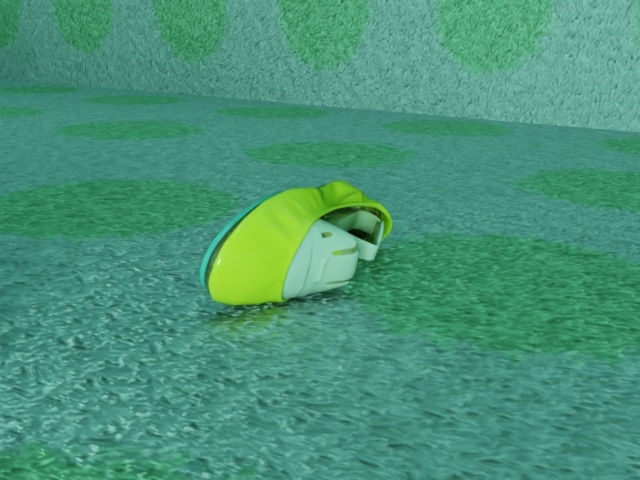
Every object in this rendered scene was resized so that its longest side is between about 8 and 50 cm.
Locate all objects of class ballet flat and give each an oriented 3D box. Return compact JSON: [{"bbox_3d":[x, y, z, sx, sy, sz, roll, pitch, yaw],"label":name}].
[{"bbox_3d":[0.000,0.000,0.546,0.077,0.077,0.231,24,20,15],"label":"ballet flat"}]
